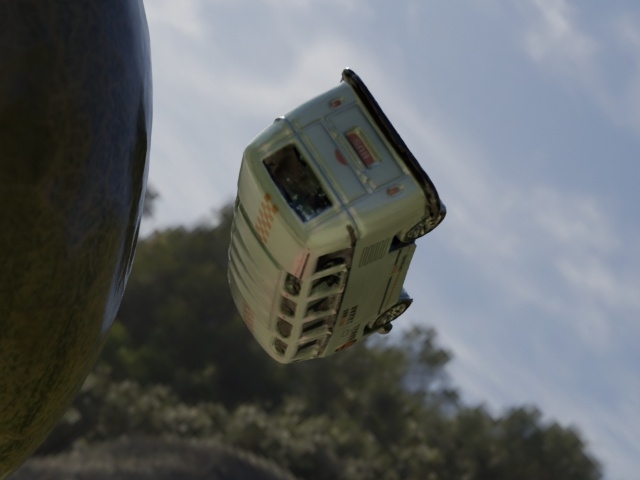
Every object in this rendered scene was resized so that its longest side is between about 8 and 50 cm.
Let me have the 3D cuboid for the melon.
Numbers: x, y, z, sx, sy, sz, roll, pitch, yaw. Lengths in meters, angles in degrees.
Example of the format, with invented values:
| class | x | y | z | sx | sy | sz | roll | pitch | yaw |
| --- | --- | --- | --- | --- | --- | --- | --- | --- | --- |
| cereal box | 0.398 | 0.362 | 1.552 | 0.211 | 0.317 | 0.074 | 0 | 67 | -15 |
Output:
| class | x | y | z | sx | sy | sz | roll | pitch | yaw |
| --- | --- | --- | --- | --- | --- | --- | --- | --- | --- |
| melon | -0.189 | -0.045 | 0.762 | 0.248 | 0.248 | 0.329 | -179 | -91 | -71 |

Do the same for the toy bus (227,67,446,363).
| class | x | y | z | sx | sy | sz | roll | pitch | yaw |
| --- | --- | --- | --- | --- | --- | --- | --- | --- | --- |
| toy bus | 0.000 | 0.000 | 0.974 | 0.087 | 0.089 | 0.194 | 57 | -18 | 18 |
